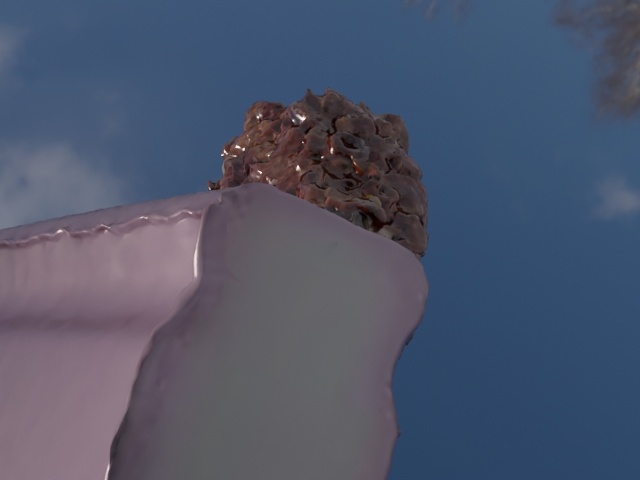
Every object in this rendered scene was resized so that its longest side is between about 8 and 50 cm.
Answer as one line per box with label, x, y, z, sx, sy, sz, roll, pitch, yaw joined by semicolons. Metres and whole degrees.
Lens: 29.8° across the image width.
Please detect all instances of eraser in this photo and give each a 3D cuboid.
eraser;-0.129;0.126;0.555;0.122;0.359;0.272;25;-108;-30

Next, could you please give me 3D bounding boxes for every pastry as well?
pastry;0.001;-0.001;0.655;0.097;0.115;0.208;33;-151;-29
